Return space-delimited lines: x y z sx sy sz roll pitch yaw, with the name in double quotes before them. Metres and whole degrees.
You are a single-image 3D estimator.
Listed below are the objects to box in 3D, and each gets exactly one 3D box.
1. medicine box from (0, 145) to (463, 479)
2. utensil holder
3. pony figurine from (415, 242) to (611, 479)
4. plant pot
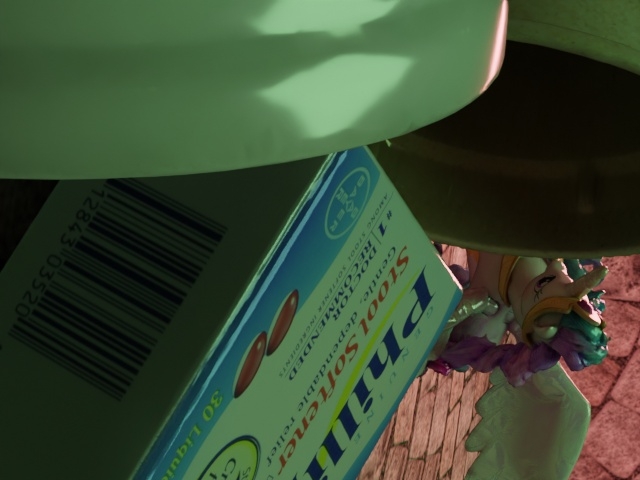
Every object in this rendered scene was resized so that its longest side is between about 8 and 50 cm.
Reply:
"medicine box" -0.063 0.067 0.997 0.263 0.149 0.289 -59 155 -8
"utensil holder" -0.091 -0.252 0.552 0.327 0.327 0.386 -49 144 -61
"pony figurine" 0.160 0.082 1.710 0.351 0.302 0.363 -58 -156 25
"plant pot" 0.144 -0.191 1.147 0.334 0.333 0.306 66 32 -64
